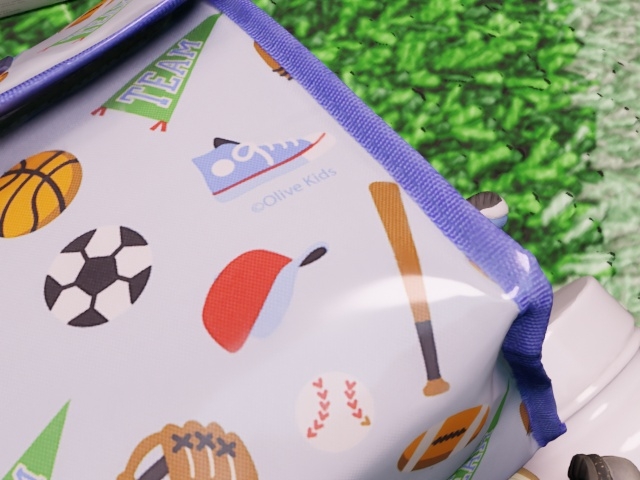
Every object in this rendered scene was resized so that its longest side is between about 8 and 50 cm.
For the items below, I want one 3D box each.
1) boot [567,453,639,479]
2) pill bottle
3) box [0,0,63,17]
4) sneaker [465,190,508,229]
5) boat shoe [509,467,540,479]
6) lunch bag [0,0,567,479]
[{"bbox_3d":[0.218,0.214,0.418,0.161,0.083,0.246,-12,95,10],"label":"boot"},{"bbox_3d":[0.213,0.172,0.529,0.160,0.160,0.283,-37,84,-17],"label":"pill bottle"},{"bbox_3d":[-0.226,-0.232,0.603,0.102,0.087,0.101,-21,79,-15],"label":"box"},{"bbox_3d":[0.066,0.054,0.584,0.081,0.080,0.211,41,82,1],"label":"sneaker"},{"bbox_3d":[0.042,0.214,0.480,0.223,0.073,0.080,-46,71,18],"label":"boat shoe"},{"bbox_3d":[-0.120,0.028,0.451,0.328,0.239,0.385,-35,56,-7],"label":"lunch bag"}]
